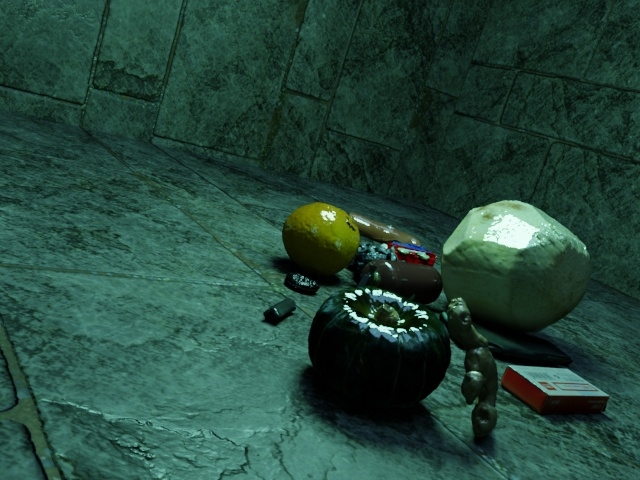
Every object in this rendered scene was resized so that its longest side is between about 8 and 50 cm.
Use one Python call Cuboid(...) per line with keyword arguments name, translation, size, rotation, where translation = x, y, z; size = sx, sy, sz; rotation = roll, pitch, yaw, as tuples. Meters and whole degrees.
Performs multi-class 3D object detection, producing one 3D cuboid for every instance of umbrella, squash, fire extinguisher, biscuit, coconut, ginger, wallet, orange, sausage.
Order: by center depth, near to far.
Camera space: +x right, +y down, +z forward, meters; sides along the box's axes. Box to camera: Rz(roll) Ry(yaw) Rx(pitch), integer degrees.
Cuboid(name="ginger", translation=(0.264, 0.222, 1.076), size=(0.065, 0.259, 0.149), rotation=(-11, 28, 18))
Cuboid(name="squash", translation=(0.100, 0.184, 1.113), size=(0.252, 0.165, 0.252), rotation=(15, 13, -4))
Cuboid(name="umbrella", translation=(-0.082, 0.148, 1.348), size=(0.036, 0.031, 0.133), rotation=(47, 16, 7))
Cuboid(name="biscuit", translation=(-0.047, 0.107, 1.589), size=(0.087, 0.027, 0.089), rotation=(13, 13, -20))
Cuboid(name="wallet", translation=(0.472, 0.259, 1.619), size=(0.317, 0.045, 0.172), rotation=(15, 9, -13))
Cuboid(name="fire extinguisher", translation=(0.196, 0.118, 1.677), size=(0.114, 0.136, 0.337), rotation=(22, 7, 37))
Cuboid(name="orange", translation=(0.000, -0.002, 1.742), size=(0.219, 0.193, 0.219), rotation=(10, -31, 6))
Cuboid(name="coconut", translation=(0.507, 0.061, 1.749), size=(0.415, 0.345, 0.415), rotation=(26, -8, 4))
Cuboid(name="sausage", translation=(0.252, -0.028, 2.522), size=(0.326, 0.079, 0.087), rotation=(23, 2, 18))

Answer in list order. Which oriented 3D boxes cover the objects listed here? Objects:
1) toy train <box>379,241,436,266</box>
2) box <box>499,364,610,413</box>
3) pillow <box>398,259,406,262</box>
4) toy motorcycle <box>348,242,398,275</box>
Cuboid(name="toy train", translation=(0.293, 0.058, 2.182), size=(0.203, 0.083, 0.131), rotation=(14, 13, -27))
Cuboid(name="box", translation=(0.509, 0.323, 1.371), size=(0.229, 0.050, 0.123), rotation=(10, 16, -34))
Cuboid(name="pillow", translation=(0.232, 0.091, 2.016), size=(0.135, 0.055, 0.091), rotation=(6, 48, -34))
Cuboid(name="toy motorcycle", translation=(0.166, 0.060, 1.853), size=(0.159, 0.106, 0.270), rotation=(4, -5, -6))
